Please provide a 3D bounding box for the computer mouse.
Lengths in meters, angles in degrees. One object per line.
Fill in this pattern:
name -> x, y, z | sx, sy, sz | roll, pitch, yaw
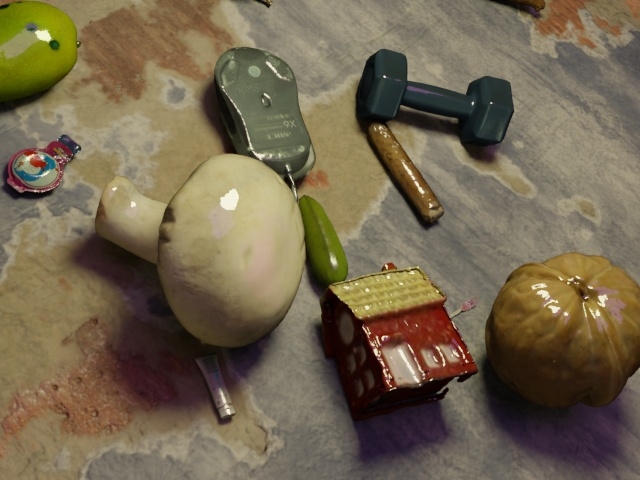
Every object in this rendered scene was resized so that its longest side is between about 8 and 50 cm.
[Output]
computer mouse -> -0.105, -0.204, 1.781 | 0.167, 0.090, 0.379 | -8, 69, -25

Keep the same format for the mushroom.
mushroom -> -0.161, -0.010, 1.496 | 0.315, 0.315, 0.356 | -37, 93, -35

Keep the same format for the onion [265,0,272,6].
onion -> -0.141, -0.564, 1.988 | 0.150, 0.140, 0.150 | -15, 34, 11

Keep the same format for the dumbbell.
dumbbell -> 0.239, -0.293, 1.934 | 0.316, 0.143, 0.156 | 11, 57, -15

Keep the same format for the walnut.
walnut -> 0.438, 0.163, 1.655 | 0.296, 0.285, 0.285 | -27, 72, -21

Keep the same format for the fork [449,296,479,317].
fork -> 0.256, 0.137, 1.758 | 0.115, 0.012, 0.016 | -30, 70, -28

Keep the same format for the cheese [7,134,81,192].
cheese -> -0.480, -0.133, 1.616 | 0.095, 0.038, 0.145 | 39, 55, 4

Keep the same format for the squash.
squash -> 0.000, 0.000, 1.711 | 0.066, 0.066, 0.201 | -5, 55, -24

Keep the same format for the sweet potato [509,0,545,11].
sweet potato -> 0.403, -0.657, 2.240 | 0.336, 0.131, 0.131 | 33, 54, 2

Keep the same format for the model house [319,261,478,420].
model house -> 0.117, 0.159, 1.600 | 0.196, 0.160, 0.254 | -9, 62, -26

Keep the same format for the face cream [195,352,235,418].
face cream -> -0.170, 0.236, 1.521 | 0.038, 0.020, 0.115 | -13, 64, -27

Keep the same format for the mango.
mango -> -0.570, -0.327, 1.643 | 0.293, 0.143, 0.175 | -22, 68, -21

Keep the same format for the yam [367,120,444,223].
yam -> 0.171, -0.139, 1.868 | 0.057, 0.057, 0.241 | -19, 68, -30
